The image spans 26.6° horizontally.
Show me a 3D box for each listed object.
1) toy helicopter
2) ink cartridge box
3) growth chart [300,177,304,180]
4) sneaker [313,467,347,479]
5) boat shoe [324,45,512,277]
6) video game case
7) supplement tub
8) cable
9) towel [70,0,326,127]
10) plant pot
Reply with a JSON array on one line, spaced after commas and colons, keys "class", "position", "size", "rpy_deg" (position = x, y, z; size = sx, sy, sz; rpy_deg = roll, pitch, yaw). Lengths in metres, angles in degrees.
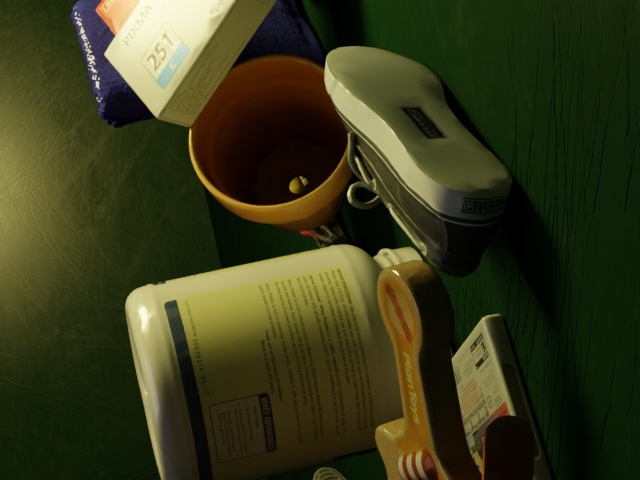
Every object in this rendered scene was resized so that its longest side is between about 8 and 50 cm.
[{"class": "toy helicopter", "position": [0.108, 0.190, 1.180], "size": [0.235, 0.140, 0.355], "rpy_deg": [-148, 44, -63]}, {"class": "ink cartridge box", "position": [-0.161, -0.330, 1.636], "size": [0.296, 0.066, 0.261], "rpy_deg": [-53, 55, 19]}, {"class": "growth chart", "position": [-0.056, -0.220, 2.084], "size": [0.172, 0.021, 0.237], "rpy_deg": [-119, 19, -57]}, {"class": "sneaker", "position": [0.033, 0.418, 2.211], "size": [0.170, 0.063, 0.074], "rpy_deg": [-123, 23, -52]}, {"class": "boat shoe", "position": [0.079, -0.077, 1.235], "size": [0.306, 0.113, 0.105], "rpy_deg": [53, 140, 48]}, {"class": "video game case", "position": [0.169, 0.185, 1.298], "size": [0.201, 0.023, 0.183], "rpy_deg": [108, 149, -69]}, {"class": "supplement tub", "position": [-0.036, 0.135, 1.500], "size": [0.235, 0.325, 0.235], "rpy_deg": [168, 90, -80]}, {"class": "cable", "position": [0.000, 0.000, 1.871], "size": [0.287, 0.072, 0.139], "rpy_deg": [-116, 6, -50]}, {"class": "towel", "position": [-0.162, -0.253, 1.797], "size": [0.076, 0.308, 0.227], "rpy_deg": [95, 160, -47]}, {"class": "plant pot", "position": [-0.041, -0.101, 1.703], "size": [0.188, 0.205, 0.205], "rpy_deg": [60, -167, -68]}]
